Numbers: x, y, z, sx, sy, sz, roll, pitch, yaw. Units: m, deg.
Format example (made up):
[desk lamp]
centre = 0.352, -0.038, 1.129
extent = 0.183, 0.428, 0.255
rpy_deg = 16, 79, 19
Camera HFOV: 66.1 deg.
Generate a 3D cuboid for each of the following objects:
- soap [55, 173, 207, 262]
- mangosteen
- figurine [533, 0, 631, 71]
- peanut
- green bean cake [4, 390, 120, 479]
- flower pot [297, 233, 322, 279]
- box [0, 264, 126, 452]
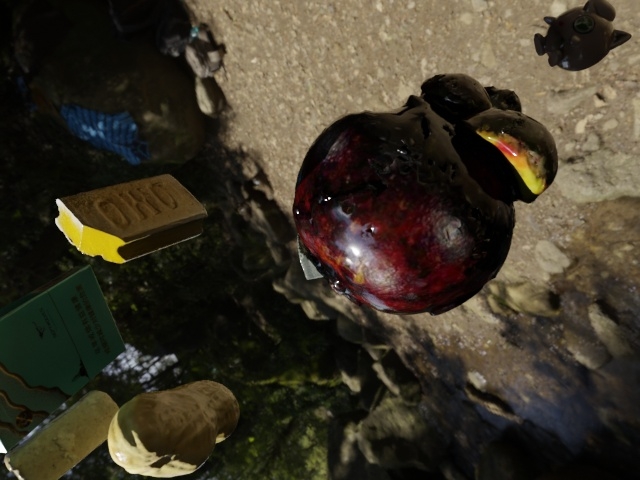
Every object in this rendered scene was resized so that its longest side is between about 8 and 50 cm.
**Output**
[soap]
centre = -0.346, -0.043, 0.919
extent = 0.140, 0.232, 0.073
rpy_deg = 41, 127, 20
[mangosteen]
centre = 0.168, -0.062, 0.819
extent = 0.381, 0.421, 0.381
rpy_deg = -21, -90, -79
[figurine]
centre = 0.490, -0.386, 0.934
extent = 0.125, 0.138, 0.125
rpy_deg = -22, -90, -79
[peanut]
centre = -0.241, 0.330, 0.868
extent = 0.147, 0.147, 0.319
rpy_deg = 50, -174, 18
[green bean cake]
centre = -0.446, 0.349, 0.863
extent = 0.085, 0.179, 0.109
rpy_deg = 55, 140, -4
[flower pot]
centre = 0.000, 0.000, 1.314
extent = 0.229, 0.108, 0.103
rpy_deg = -97, -8, -59
[box]
centre = -0.396, 0.156, 0.705
extent = 0.041, 0.229, 0.162
rpy_deg = -5, 112, 24
